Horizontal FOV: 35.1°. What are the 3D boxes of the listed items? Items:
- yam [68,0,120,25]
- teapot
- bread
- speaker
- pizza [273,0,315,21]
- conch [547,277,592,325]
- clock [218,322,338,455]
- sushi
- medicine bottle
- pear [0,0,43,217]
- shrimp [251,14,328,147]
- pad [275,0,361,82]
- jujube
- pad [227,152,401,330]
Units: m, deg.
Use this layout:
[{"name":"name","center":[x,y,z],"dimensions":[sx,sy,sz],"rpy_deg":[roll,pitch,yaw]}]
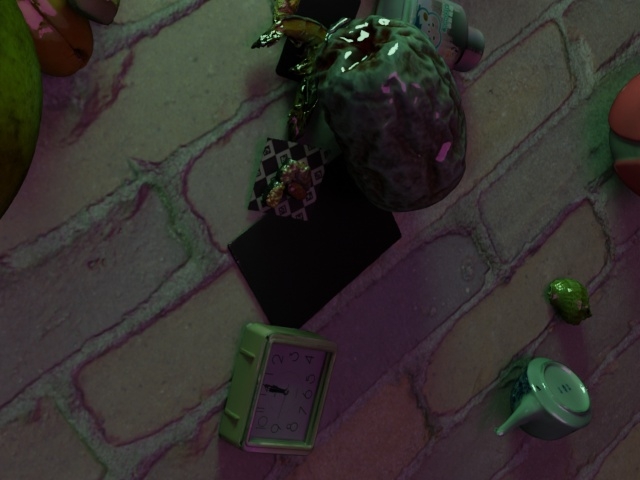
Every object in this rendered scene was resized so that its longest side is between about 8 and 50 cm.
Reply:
[{"name":"yam","center":[-0.255,-0.448,1.307],"dimensions":[0.081,0.081,0.357],"rpy_deg":[25,68,-37]},{"name":"teapot","center":[0.431,0.321,1.957],"dimensions":[0.232,0.159,0.159],"rpy_deg":[-7,101,-47]},{"name":"bread","center":[-0.361,-0.288,1.287],"dimensions":[0.189,0.077,0.114],"rpy_deg":[47,65,-30]},{"name":"speaker","center":[0.706,-0.219,1.993],"dimensions":[0.294,0.294,0.295],"rpy_deg":[-7,101,-37]},{"name":"pizza","center":[-0.037,-0.396,1.548],"dimensions":[0.123,0.026,0.109],"rpy_deg":[-36,115,-27]},{"name":"conch","center":[0.501,0.119,2.025],"dimensions":[0.121,0.074,0.089],"rpy_deg":[31,50,-17]},{"name":"clock","center":[-0.065,0.235,1.588],"dimensions":[0.146,0.071,0.192],"rpy_deg":[14,91,-38]},{"name":"sushi","center":[-0.041,-0.091,1.570],"dimensions":[0.126,0.026,0.120],"rpy_deg":[9,101,-38]},{"name":"medicine bottle","center":[0.181,-0.340,1.679],"dimensions":[0.188,0.094,0.119],"rpy_deg":[11,89,-38]},{"name":"pear","center":[-0.468,-0.133,1.066],"dimensions":[0.352,0.352,0.414],"rpy_deg":[36,75,-35]},{"name":"shrimp","center":[-0.052,-0.250,1.543],"dimensions":[0.147,0.035,0.195],"rpy_deg":[19,90,-42]},{"name":"pad","center":[-0.003,-0.319,1.577],"dimensions":[0.112,0.003,0.157],"rpy_deg":[12,103,-38]},{"name":"jujube","center":[0.111,-0.193,1.551],"dimensions":[0.226,0.226,0.317],"rpy_deg":[-49,133,-21]},{"name":"pad","center":[0.000,0.000,1.649],"dimensions":[0.299,0.005,0.202],"rpy_deg":[-41,119,-26]}]
